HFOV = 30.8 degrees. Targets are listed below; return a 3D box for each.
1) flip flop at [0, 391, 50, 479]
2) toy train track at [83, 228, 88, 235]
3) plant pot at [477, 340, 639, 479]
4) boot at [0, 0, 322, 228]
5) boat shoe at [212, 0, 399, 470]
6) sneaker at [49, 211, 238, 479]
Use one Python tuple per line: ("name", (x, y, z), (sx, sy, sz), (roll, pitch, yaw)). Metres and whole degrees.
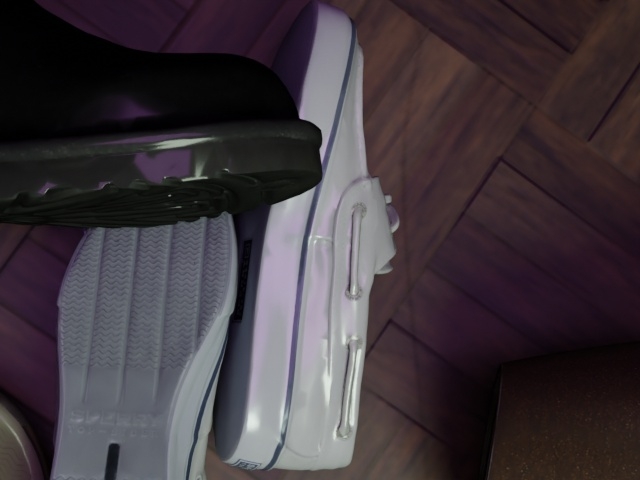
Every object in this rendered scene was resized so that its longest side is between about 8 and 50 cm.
("flip flop", (-0.231, 0.202, 0.600), (0.112, 0.080, 0.277), (30, 86, -2))
("toy train track", (-0.132, -0.023, 0.663), (0.048, 0.014, 0.083), (-8, 94, -16))
("plant pot", (0.202, 0.138, 0.622), (0.230, 0.215, 0.215), (9, 86, 6))
("boot", (-0.168, -0.140, 0.573), (0.348, 0.131, 0.260), (2, 87, 8))
("boat shoe", (0.000, 0.000, 0.650), (0.084, 0.095, 0.258), (10, 92, -19))
("sneaker", (-0.099, 0.085, 0.627), (0.094, 0.091, 0.258), (9, 65, 2))
